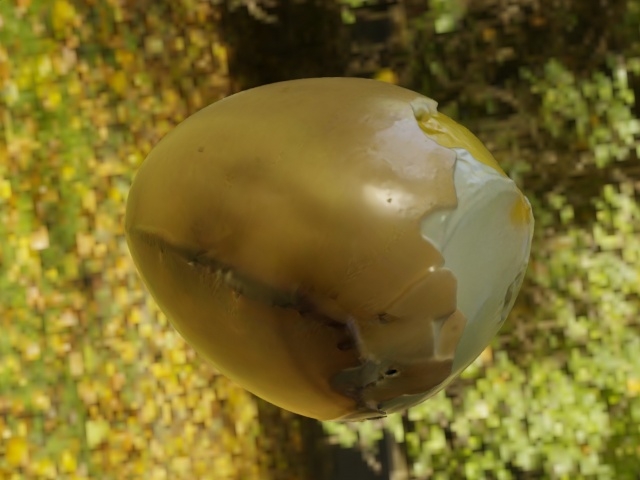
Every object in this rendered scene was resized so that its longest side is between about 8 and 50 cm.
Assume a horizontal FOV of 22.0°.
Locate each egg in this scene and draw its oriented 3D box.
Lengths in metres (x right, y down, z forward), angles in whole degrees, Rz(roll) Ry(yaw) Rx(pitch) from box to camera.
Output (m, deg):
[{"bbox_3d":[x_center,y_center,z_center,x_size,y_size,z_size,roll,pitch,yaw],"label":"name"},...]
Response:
[{"bbox_3d":[0.000,0.000,0.345,0.071,0.083,0.071,-52,156,-35],"label":"egg"}]
